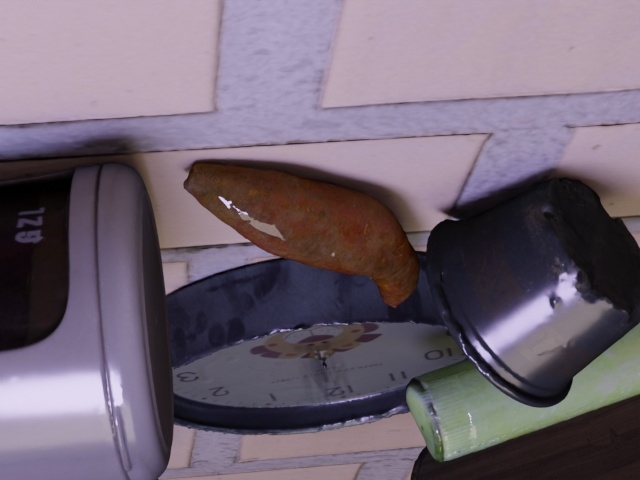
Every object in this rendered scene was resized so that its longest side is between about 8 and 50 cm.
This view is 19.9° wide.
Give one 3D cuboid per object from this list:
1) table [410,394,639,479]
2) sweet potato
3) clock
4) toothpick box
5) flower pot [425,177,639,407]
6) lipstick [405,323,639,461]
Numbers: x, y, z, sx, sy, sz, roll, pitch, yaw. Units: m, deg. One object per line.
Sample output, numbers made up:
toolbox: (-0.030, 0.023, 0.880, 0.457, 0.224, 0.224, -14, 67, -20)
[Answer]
table: (0.157, 0.276, 1.708, 0.317, 0.317, 0.249, 8, 164, -34)
sweet potato: (0.010, -0.003, 1.276, 0.078, 0.058, 0.255, -26, 149, 28)
clock: (-0.001, 0.091, 1.522, 0.312, 0.061, 0.312, -7, 158, -3)
toothpick box: (-0.259, 0.075, 1.180, 0.316, 0.229, 0.229, -6, 159, 0)
flower pot: (0.165, 0.027, 1.305, 0.107, 0.157, 0.157, -36, 147, 28)
lipstick: (0.219, 0.101, 1.477, 0.304, 0.076, 0.076, -17, 161, -10)
